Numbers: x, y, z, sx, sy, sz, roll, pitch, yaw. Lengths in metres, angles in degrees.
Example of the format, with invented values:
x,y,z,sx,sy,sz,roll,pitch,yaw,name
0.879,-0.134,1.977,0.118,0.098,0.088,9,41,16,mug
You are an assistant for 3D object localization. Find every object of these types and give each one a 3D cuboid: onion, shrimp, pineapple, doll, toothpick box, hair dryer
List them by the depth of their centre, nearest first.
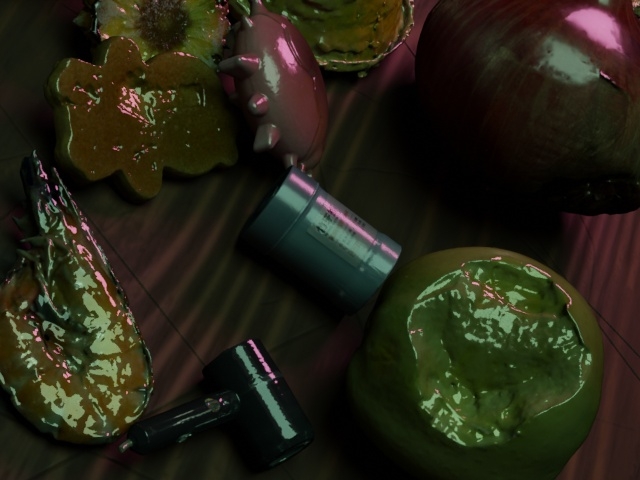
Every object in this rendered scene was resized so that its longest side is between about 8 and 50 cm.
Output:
x,y,z,sx,sy,sz,roll,pitch,yaw,name
-0.270,0.059,1.698,0.164,0.062,0.316,-8,68,-37,shrimp
-0.113,0.182,1.700,0.219,0.071,0.124,-15,68,-44,hair dryer
0.000,0.000,1.894,0.153,0.101,0.101,36,46,-8,toothpick box
-0.184,-0.246,1.946,0.221,0.047,0.221,4,83,-38,pineapple
-0.050,-0.185,1.959,0.261,0.093,0.211,70,21,-5,doll
0.278,-0.182,2.097,0.354,0.353,0.353,18,51,-23,onion

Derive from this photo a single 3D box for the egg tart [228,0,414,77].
x,y,z,sx,sy,sz,roll,pitch,yaw,name
0.000,-0.355,2.137,0.315,0.120,0.315,18,50,-24,egg tart

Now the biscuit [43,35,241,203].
x,y,z,sx,sy,sz,roll,pitch,yaw,name
-0.191,-0.134,1.876,0.249,0.035,0.184,-11,89,-41,biscuit

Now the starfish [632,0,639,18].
x,y,z,sx,sy,sz,roll,pitch,yaw,name
0.400,-0.343,2.395,0.238,0.071,0.216,20,35,-19,starfish

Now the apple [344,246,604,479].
x,y,z,sx,sy,sz,roll,pitch,yaw,name
0.165,0.136,1.808,0.279,0.279,0.279,18,51,-23,apple
